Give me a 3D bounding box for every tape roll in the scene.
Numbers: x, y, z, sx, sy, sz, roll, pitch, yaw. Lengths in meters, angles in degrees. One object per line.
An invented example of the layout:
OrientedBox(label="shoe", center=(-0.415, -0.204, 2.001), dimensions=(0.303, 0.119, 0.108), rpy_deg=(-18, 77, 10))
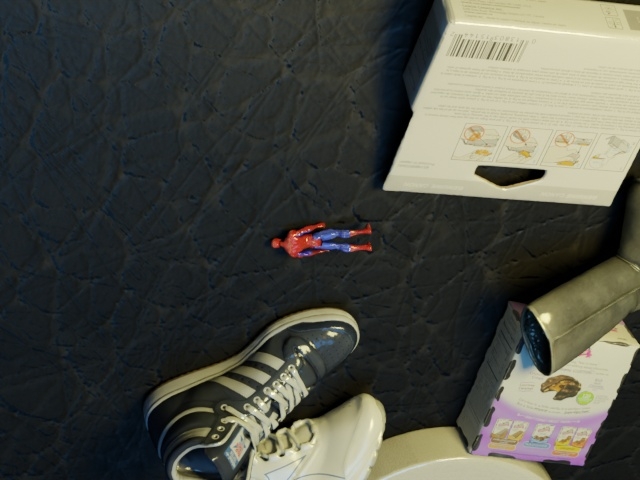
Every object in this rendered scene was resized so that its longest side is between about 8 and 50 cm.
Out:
OrientedBox(label="tape roll", center=(0.144, 0.422, 1.966), dimensions=(0.392, 0.072, 0.392), rpy_deg=(-7, 123, -10))

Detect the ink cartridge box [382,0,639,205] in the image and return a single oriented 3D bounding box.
OrientedBox(label="ink cartridge box", center=(0.236, -0.155, 1.639), dimensions=(0.296, 0.066, 0.261), rpy_deg=(3, 140, -16))

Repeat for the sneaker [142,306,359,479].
OrientedBox(label="sneaker", center=(-0.069, 0.193, 1.720), dimensions=(0.282, 0.153, 0.099), rpy_deg=(-27, 124, 3))

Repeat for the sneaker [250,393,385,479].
OrientedBox(label="sneaker", center=(-0.047, 0.286, 1.815), dimensions=(0.297, 0.111, 0.129), rpy_deg=(-40, 116, 10))

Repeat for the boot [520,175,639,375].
OrientedBox(label="boot", center=(0.327, 0.041, 1.742), dimensions=(0.208, 0.076, 0.190), rpy_deg=(-21, 112, -14))

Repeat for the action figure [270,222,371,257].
OrientedBox(label="action figure", center=(0.000, 0.000, 1.695), dimensions=(0.115, 0.030, 0.038), rpy_deg=(-4, 116, -6))

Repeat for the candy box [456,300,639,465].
OrientedBox(label="candy box", center=(0.286, 0.183, 1.856), dimensions=(0.165, 0.070, 0.196), rpy_deg=(9, 119, -19))
